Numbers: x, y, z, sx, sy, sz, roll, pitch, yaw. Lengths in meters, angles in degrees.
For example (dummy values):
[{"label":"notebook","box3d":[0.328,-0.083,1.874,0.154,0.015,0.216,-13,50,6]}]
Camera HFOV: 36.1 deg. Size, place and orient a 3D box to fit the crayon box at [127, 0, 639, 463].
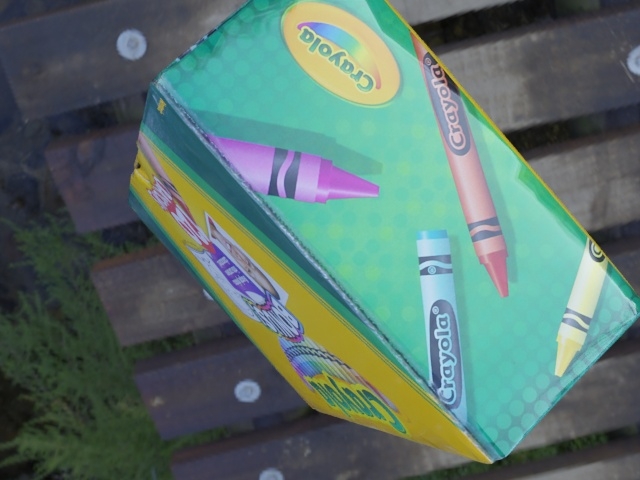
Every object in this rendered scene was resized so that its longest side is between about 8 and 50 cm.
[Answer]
[{"label":"crayon box","box3d":[0.000,0.000,0.445,0.081,0.278,0.165,-43,94,-13]}]
